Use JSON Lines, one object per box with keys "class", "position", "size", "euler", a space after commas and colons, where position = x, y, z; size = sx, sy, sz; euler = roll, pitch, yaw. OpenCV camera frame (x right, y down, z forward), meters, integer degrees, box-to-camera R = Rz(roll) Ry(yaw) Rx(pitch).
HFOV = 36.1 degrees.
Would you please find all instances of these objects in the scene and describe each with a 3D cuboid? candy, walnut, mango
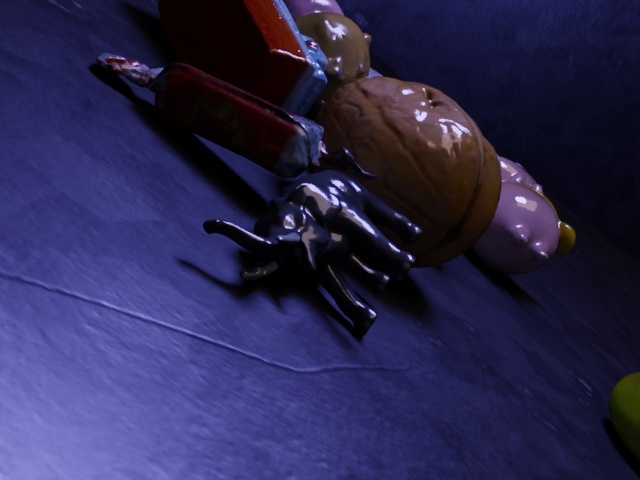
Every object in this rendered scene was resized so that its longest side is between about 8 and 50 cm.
{"class": "candy", "position": [-0.082, -0.116, 0.939], "size": [0.292, 0.059, 0.086], "euler": [26, 9, 9]}
{"class": "walnut", "position": [0.085, -0.074, 1.040], "size": [0.193, 0.193, 0.225], "euler": [20, 25, -51]}
{"class": "mango", "position": [0.381, 0.204, 1.101], "size": [0.117, 0.089, 0.163], "euler": [41, 16, 7]}

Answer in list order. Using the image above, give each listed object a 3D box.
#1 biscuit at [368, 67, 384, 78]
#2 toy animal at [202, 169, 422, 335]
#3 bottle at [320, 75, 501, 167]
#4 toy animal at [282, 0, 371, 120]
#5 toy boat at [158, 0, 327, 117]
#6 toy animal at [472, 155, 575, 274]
{"class": "biscuit", "position": [0.072, -0.282, 1.820], "size": [0.186, 0.079, 0.309], "euler": [49, 17, 26]}
{"class": "toy animal", "position": [0.007, 0.006, 0.818], "size": [0.137, 0.082, 0.269], "euler": [38, 18, 8]}
{"class": "bottle", "position": [0.096, -0.108, 1.237], "size": [0.236, 0.147, 0.147], "euler": [32, 16, -16]}
{"class": "toy animal", "position": [-0.005, -0.287, 1.491], "size": [0.195, 0.169, 0.281], "euler": [-9, 35, -8]}
{"class": "toy boat", "position": [-0.094, -0.260, 1.215], "size": [0.133, 0.145, 0.332], "euler": [10, 35, -40]}
{"class": "toy animal", "position": [0.279, -0.033, 1.462], "size": [0.165, 0.149, 0.248], "euler": [48, 4, -19]}
